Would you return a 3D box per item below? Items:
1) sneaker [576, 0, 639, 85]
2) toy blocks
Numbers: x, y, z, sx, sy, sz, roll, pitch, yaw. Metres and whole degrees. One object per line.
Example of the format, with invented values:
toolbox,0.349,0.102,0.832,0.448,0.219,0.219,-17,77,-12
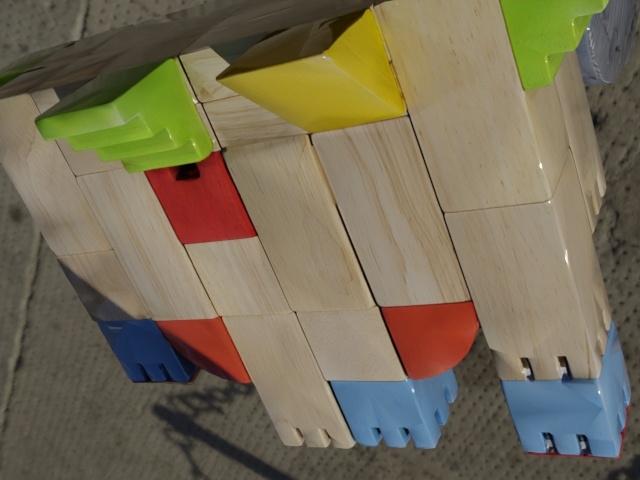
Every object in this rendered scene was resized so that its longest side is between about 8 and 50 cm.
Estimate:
sneaker,0.180,-0.186,0.673,0.131,0.319,0.112,10,105,20
toy blocks,0.000,0.000,0.463,0.382,0.190,0.260,-5,121,31
